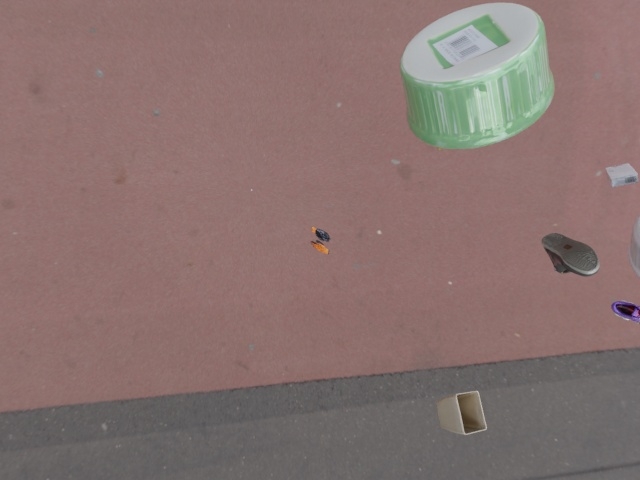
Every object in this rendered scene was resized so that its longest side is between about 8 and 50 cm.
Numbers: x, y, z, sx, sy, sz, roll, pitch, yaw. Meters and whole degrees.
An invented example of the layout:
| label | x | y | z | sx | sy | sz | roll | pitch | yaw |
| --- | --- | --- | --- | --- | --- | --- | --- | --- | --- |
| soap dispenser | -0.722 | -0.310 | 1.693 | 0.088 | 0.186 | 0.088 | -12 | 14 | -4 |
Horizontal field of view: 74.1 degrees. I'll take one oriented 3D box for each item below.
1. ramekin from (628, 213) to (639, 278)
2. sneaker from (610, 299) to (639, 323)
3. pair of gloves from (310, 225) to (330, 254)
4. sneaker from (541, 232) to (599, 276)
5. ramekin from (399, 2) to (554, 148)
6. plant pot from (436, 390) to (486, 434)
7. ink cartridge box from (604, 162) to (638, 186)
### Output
| label | x | y | z | sx | sy | sz | roll | pitch | yaw |
| --- | --- | --- | --- | --- | --- | --- | --- | --- | --- |
| ramekin | 0.898 | -0.002 | 1.016 | 0.273 | 0.273 | 0.127 | -41 | 124 | -3 |
| sneaker | 0.925 | 0.219 | 1.213 | 0.071 | 0.170 | 0.068 | 14 | 91 | -45 |
| pair of gloves | 0.000 | 0.000 | 1.321 | 0.074 | 0.010 | 0.083 | 28 | 133 | 26 |
| sneaker | 0.760 | 0.067 | 1.267 | 0.083 | 0.222 | 0.118 | -30 | 112 | 10 |
| ramekin | 0.312 | -0.348 | 0.877 | 0.303 | 0.303 | 0.148 | -37 | 136 | -3 |
| plant pot | 0.411 | 0.513 | 1.264 | 0.109 | 0.096 | 0.109 | 8 | 65 | -35 |
| ink cartridge box | 0.868 | -0.190 | 1.227 | 0.063 | 0.115 | 0.029 | -11 | 109 | 29 |
